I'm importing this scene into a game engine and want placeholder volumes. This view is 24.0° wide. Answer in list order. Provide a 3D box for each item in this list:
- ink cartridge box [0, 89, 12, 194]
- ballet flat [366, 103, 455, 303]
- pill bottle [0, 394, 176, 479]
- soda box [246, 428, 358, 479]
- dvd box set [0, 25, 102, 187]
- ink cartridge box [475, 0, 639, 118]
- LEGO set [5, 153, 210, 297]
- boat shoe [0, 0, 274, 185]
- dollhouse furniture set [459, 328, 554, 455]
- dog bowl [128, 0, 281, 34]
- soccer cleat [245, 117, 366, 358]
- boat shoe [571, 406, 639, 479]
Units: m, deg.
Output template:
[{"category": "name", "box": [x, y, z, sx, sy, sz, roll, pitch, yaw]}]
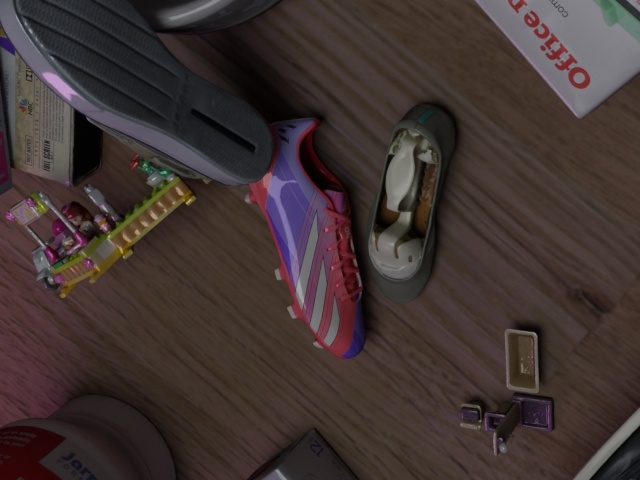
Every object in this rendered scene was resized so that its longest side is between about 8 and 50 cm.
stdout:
[{"category": "ink cartridge box", "box": [-0.417, -0.199, 1.525, 0.186, 0.065, 0.311, 9, 119, 24]}, {"category": "ballet flat", "box": [0.074, -0.026, 1.412, 0.072, 0.068, 0.213, 21, 120, 19]}, {"category": "pill bottle", "box": [-0.327, 0.330, 1.578, 0.229, 0.408, 0.229, 11, 117, 23]}, {"category": "soda box", "box": [0.037, 0.345, 1.583, 0.286, 0.091, 0.098, 50, 124, 0]}, {"category": "dvd box set", "box": [-0.415, -0.253, 1.574, 0.420, 0.062, 0.307, 16, 119, 20]}, {"category": "ink cartridge box", "box": [0.251, -0.261, 1.183, 0.201, 0.117, 0.278, 49, 125, 1]}, {"category": "LEGO set", "box": [-0.218, -0.041, 1.515, 0.287, 0.132, 0.107, -33, 104, 35]}, {"category": "boat shoe", "box": [-0.173, -0.129, 1.329, 0.094, 0.109, 0.302, -11, 142, 44]}, {"category": "dollhouse furniture set", "box": [0.165, 0.144, 1.431, 0.091, 0.081, 0.114, 6, 114, 25]}, {"category": "dog bowl", "box": [-0.153, -0.345, 1.329, 0.349, 0.102, 0.348, 4, 108, 13]}, {"category": "soccer cleat", "box": [0.000, 0.000, 1.461, 0.095, 0.083, 0.248, -20, 102, 21]}, {"category": "boat shoe", "box": [0.322, 0.192, 1.345, 0.113, 0.127, 0.340, 43, 116, 19]}]
